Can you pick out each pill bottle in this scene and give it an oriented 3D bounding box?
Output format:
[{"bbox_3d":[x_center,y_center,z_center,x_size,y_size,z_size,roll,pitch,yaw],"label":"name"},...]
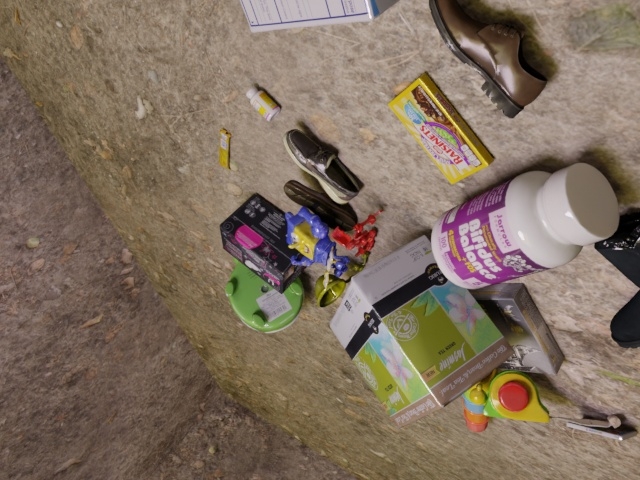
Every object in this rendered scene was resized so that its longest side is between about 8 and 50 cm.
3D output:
[{"bbox_3d":[0.349,-0.021,0.919,0.169,0.169,0.301,48,149,-6],"label":"pill bottle"},{"bbox_3d":[-0.139,-0.329,1.248,0.083,0.043,0.043,45,149,-1],"label":"pill bottle"}]

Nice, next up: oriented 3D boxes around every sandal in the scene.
[{"bbox_3d":[0.006,-0.097,1.331,0.219,0.060,0.090,32,150,-15],"label":"sandal"}]

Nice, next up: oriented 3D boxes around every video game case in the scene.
[{"bbox_3d":[0.652,0.438,1.207,0.122,0.087,0.011,-1,83,50],"label":"video game case"}]

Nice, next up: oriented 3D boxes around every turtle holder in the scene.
[{"bbox_3d":[-0.203,0.168,1.737,0.320,0.244,0.227,27,163,11],"label":"turtle holder"}]

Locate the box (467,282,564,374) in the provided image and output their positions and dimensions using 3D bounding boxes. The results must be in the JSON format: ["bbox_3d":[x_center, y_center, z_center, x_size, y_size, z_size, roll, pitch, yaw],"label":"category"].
[{"bbox_3d":[0.428,0.205,1.206,0.183,0.056,0.231,-8,122,54],"label":"box"}]

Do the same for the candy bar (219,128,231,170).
[{"bbox_3d":[-0.280,-0.263,1.521,0.040,0.018,0.162,34,147,11],"label":"candy bar"}]

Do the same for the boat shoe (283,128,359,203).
[{"bbox_3d":[0.009,-0.183,1.224,0.223,0.080,0.073,47,144,-14],"label":"boat shoe"}]

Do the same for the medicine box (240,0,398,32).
[{"bbox_3d":[-0.020,-0.491,0.811,0.289,0.149,0.264,14,138,40],"label":"medicine box"}]

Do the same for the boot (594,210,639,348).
[{"bbox_3d":[0.533,0.060,0.867,0.207,0.094,0.246,41,143,-1],"label":"boot"}]

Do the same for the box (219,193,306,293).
[{"bbox_3d":[-0.157,0.009,1.560,0.247,0.163,0.142,36,152,14],"label":"box"}]

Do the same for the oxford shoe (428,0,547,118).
[{"bbox_3d":[0.258,-0.305,0.793,0.227,0.083,0.096,46,130,-3],"label":"oxford shoe"}]

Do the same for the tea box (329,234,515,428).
[{"bbox_3d":[0.214,0.227,1.225,0.324,0.219,0.329,54,158,18],"label":"tea box"}]

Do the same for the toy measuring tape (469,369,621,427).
[{"bbox_3d":[0.527,0.371,1.239,0.329,0.121,0.122,0,132,19],"label":"toy measuring tape"}]

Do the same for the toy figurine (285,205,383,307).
[{"bbox_3d":[0.000,0.000,1.349,0.217,0.191,0.363,40,155,17],"label":"toy figurine"}]

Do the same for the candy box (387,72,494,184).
[{"bbox_3d":[0.225,-0.206,0.983,0.206,0.027,0.105,49,152,-7],"label":"candy box"}]

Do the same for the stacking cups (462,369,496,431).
[{"bbox_3d":[0.442,0.438,1.443,0.095,0.096,0.316,20,144,35],"label":"stacking cups"}]
